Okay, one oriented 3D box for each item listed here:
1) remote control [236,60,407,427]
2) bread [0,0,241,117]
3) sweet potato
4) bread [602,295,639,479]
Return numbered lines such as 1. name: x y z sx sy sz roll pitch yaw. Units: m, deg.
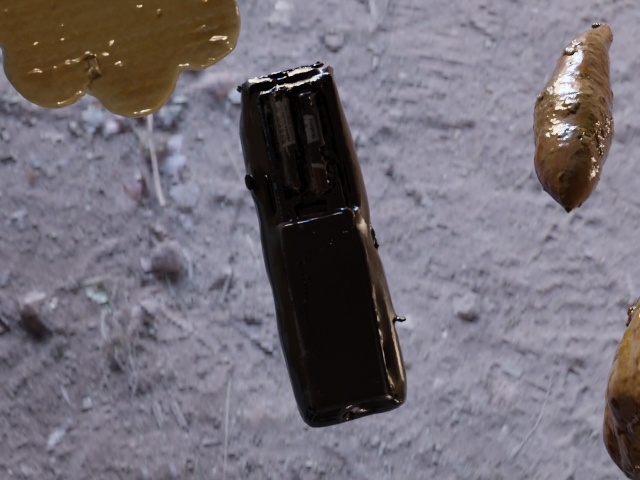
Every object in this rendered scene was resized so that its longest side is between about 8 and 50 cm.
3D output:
1. remote control: 0.000 0.000 1.485 0.144 0.062 0.399 -15 81 11
2. bread: -0.217 -0.276 1.356 0.316 0.316 0.054 -12 20 -8
3. sweet potato: 0.184 -0.092 0.972 0.060 0.068 0.206 13 54 9
4. bread: 0.259 0.095 0.866 0.143 0.229 0.140 18 66 13
